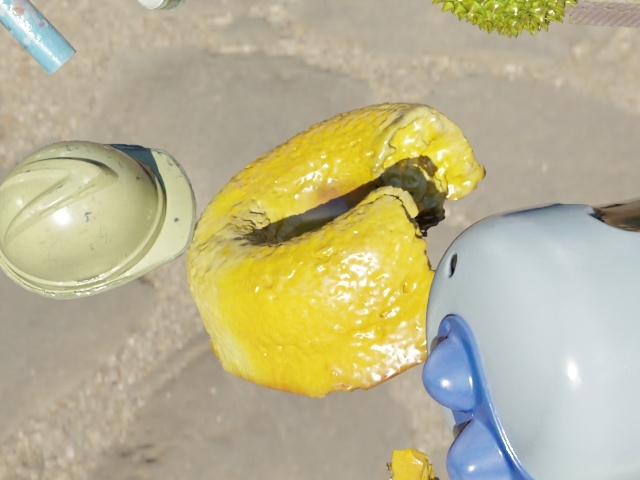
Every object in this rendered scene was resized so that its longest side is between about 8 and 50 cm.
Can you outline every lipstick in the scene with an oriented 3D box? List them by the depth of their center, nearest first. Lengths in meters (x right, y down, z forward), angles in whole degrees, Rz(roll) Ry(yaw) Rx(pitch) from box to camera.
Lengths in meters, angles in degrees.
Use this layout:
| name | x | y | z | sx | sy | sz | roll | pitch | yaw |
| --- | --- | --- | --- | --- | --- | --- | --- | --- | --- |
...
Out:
| name | x | y | z | sx | sy | sz | roll | pitch | yaw |
| --- | --- | --- | --- | --- | --- | --- | --- | --- | --- |
| lipstick | -0.378 | -0.281 | 1.950 | 0.158 | 0.048 | 0.048 | 47 | 47 | -12 |

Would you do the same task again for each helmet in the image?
| name | x | y | z | sx | sy | sz | roll | pitch | yaw |
| --- | --- | --- | --- | --- | --- | --- | --- | --- | --- |
| helmet | -0.287 | -0.049 | 1.856 | 0.257 | 0.137 | 0.204 | -18 | 66 | 0 |

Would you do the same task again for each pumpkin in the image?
| name | x | y | z | sx | sy | sz | roll | pitch | yaw |
| --- | --- | --- | --- | --- | --- | --- | --- | --- | --- |
| pumpkin | 0.088 | 0.259 | 1.568 | 0.053 | 0.083 | 0.074 | 3 | 60 | 17 |

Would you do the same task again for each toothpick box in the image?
| name | x | y | z | sx | sy | sz | roll | pitch | yaw |
| --- | --- | --- | --- | --- | --- | --- | --- | --- | --- |
| toothpick box | 0.241 | 0.087 | 1.209 | 0.354 | 0.263 | 0.263 | -10 | 42 | -22 |

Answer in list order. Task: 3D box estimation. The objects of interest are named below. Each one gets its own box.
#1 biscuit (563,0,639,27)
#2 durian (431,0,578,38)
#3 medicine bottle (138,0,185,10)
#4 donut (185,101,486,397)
| name | x | y | z | sx | sy | sz | roll | pitch | yaw |
| --- | --- | --- | --- | --- | --- | --- | --- | --- | --- |
| biscuit | 0.364 | -0.290 | 1.800 | 0.238 | 0.108 | 0.062 | 10 | 83 | 41 |
| durian | 0.201 | -0.326 | 1.588 | 0.200 | 0.237 | 0.176 | 20 | 12 | 5 |
| medicine bottle | -0.232 | -0.360 | 2.259 | 0.047 | 0.047 | 0.083 | 14 | 11 | 16 |
| donut | 0.000 | 0.000 | 1.862 | 0.377 | 0.163 | 0.435 | -22 | 29 | 18 |
